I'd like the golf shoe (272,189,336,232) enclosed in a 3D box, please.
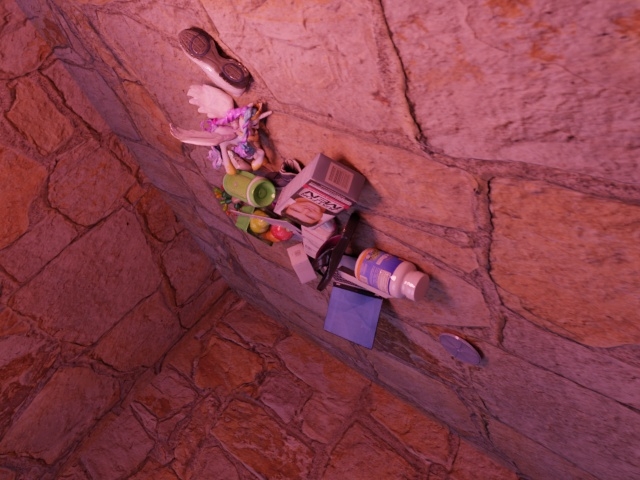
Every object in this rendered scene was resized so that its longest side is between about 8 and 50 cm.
[{"bbox_3d":[-0.073,-0.118,1.849,0.306,0.140,0.115,39,156,5],"label":"golf shoe"}]

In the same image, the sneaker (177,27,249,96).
[{"bbox_3d":[-0.379,-0.610,1.516,0.297,0.111,0.129,44,163,-1],"label":"sneaker"}]

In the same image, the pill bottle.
[{"bbox_3d":[0.283,0.137,1.711,0.272,0.152,0.152,22,150,38],"label":"pill bottle"}]

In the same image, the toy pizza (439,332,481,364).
[{"bbox_3d":[0.618,0.471,1.919,0.201,0.032,0.201,35,156,19],"label":"toy pizza"}]

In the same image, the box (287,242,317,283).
[{"bbox_3d":[-0.097,0.122,2.304,0.130,0.091,0.170,-113,0,-46],"label":"box"}]

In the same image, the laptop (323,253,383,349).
[{"bbox_3d":[0.098,0.274,2.142,0.382,0.236,0.408,9,140,52],"label":"laptop"}]

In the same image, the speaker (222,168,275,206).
[{"bbox_3d":[-0.308,-0.226,1.847,0.296,0.131,0.131,25,153,50],"label":"speaker"}]

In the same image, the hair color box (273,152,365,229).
[{"bbox_3d":[-0.015,-0.165,1.599,0.185,0.113,0.374,26,158,-17],"label":"hair color box"}]

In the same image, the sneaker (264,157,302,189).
[{"bbox_3d":[-0.152,-0.270,1.751,0.226,0.086,0.163,18,159,27],"label":"sneaker"}]

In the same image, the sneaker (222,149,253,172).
[{"bbox_3d":[-0.399,-0.373,2.012,0.212,0.080,0.094,30,143,29],"label":"sneaker"}]

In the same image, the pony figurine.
[{"bbox_3d":[-0.361,-0.416,1.680,0.351,0.302,0.363,8,151,-2],"label":"pony figurine"}]

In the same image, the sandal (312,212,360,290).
[{"bbox_3d":[0.045,0.042,1.820,0.107,0.167,0.445,25,134,2],"label":"sandal"}]

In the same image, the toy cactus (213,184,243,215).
[{"bbox_3d":[-0.486,-0.226,2.404,0.180,0.112,0.219,-7,127,38],"label":"toy cactus"}]

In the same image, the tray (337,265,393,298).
[{"bbox_3d":[0.198,0.184,1.879,0.270,0.030,0.145,25,-173,10],"label":"tray"}]

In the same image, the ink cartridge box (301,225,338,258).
[{"bbox_3d":[0.000,0.000,1.982,0.153,0.087,0.208,31,149,25],"label":"ink cartridge box"}]

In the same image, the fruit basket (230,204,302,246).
[{"bbox_3d":[-0.217,-0.072,2.122,0.353,0.165,0.327,5,163,31],"label":"fruit basket"}]
